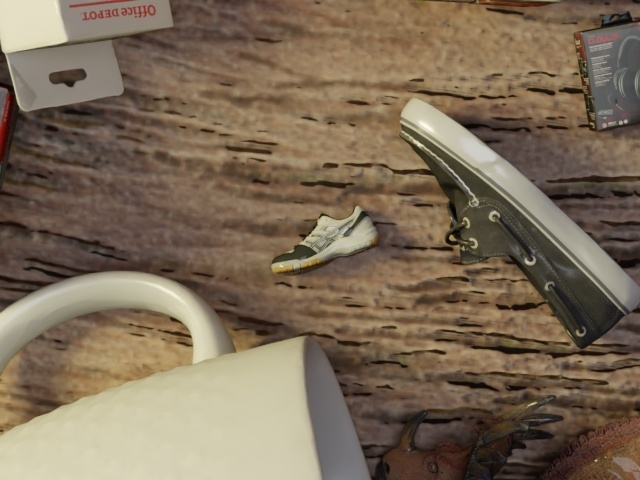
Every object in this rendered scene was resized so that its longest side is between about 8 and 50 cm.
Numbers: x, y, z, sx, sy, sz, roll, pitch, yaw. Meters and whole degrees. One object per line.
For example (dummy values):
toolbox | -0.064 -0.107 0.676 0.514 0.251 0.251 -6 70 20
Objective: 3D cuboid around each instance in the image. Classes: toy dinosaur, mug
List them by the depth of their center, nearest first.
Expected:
mug | -0.137 0.196 1.179 0.328 0.276 0.374 -16 66 5
toy dinosaur | 0.207 0.181 1.252 0.295 0.127 0.200 -22 89 -7

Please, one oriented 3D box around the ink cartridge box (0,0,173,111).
ink cartridge box | -0.170 -0.196 1.188 0.067 0.115 0.198 -5 98 38

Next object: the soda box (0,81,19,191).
soda box | -0.352 -0.094 1.210 0.263 0.083 0.092 12 95 -5

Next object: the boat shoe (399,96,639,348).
boat shoe | 0.133 -0.007 1.252 0.228 0.080 0.076 41 90 -13

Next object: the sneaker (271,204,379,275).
sneaker | 0.000 0.000 1.268 0.083 0.032 0.037 -20 82 -6

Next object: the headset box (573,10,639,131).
headset box | 0.224 -0.127 1.264 0.062 0.032 0.083 -10 97 -2

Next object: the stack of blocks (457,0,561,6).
stack of blocks | 0.117 -0.311 1.171 0.087 0.171 0.297 3 96 -3
